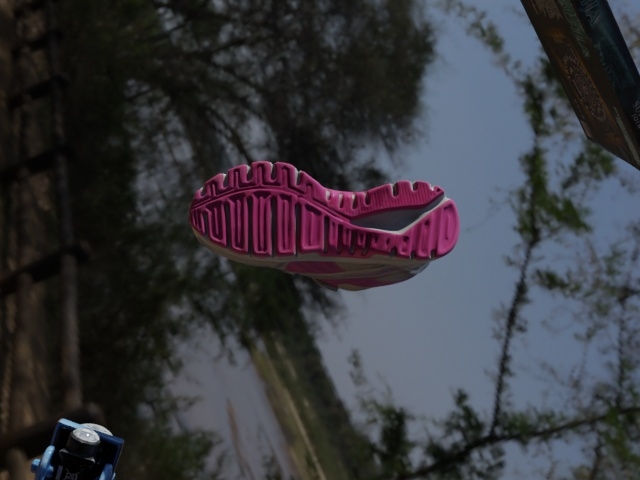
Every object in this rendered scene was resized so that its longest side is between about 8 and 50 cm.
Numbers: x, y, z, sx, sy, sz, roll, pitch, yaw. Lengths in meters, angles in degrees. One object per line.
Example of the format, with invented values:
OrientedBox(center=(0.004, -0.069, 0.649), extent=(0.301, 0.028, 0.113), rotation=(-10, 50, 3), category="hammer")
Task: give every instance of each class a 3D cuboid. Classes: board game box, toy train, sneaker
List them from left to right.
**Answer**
OrientedBox(center=(-0.234, 0.249, 1.042), extent=(0.105, 0.080, 0.184), rotation=(-88, -164, -81), category="toy train")
OrientedBox(center=(0.000, 0.000, 1.085), extent=(0.111, 0.252, 0.103), rotation=(95, 4, -63), category="sneaker")
OrientedBox(center=(0.202, -0.142, 0.865), extent=(0.186, 0.026, 0.126), rotation=(58, 1, -23), category="board game box")
